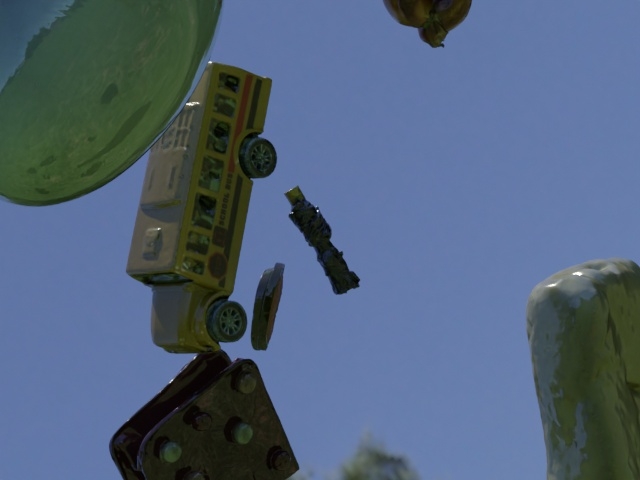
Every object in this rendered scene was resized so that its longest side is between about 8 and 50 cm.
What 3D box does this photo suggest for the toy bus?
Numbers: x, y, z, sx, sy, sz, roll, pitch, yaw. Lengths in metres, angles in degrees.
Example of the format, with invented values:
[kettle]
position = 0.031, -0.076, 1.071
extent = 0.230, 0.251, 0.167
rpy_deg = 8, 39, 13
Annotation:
[toy bus]
position = -0.144, -0.038, 2.093
extent = 0.123, 0.336, 0.121
rpy_deg = 22, -17, -41

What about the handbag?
[handbag]
position = -0.133, 0.262, 2.138
extent = 0.203, 0.074, 0.216
rpy_deg = -40, -56, -28

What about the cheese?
[cheese]
position = 0.258, 0.149, 1.620
extent = 0.093, 0.263, 0.159
rpy_deg = -6, 7, 38

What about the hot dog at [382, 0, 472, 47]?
[hot dog]
position = 0.125, -0.396, 2.153
extent = 0.135, 0.337, 0.100
rpy_deg = 5, -12, -21

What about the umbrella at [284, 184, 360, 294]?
[umbrella]
position = 0.000, 0.000, 2.142
extent = 0.037, 0.144, 0.040
rpy_deg = -31, 1, -32

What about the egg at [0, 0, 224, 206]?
[egg]
position = -0.207, -0.184, 1.527
extent = 0.229, 0.371, 0.230
rpy_deg = 11, -37, 8

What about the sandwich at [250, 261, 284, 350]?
[sandwich]
position = -0.080, 0.096, 2.643
extent = 0.067, 0.029, 0.135
rpy_deg = 53, -132, -78
